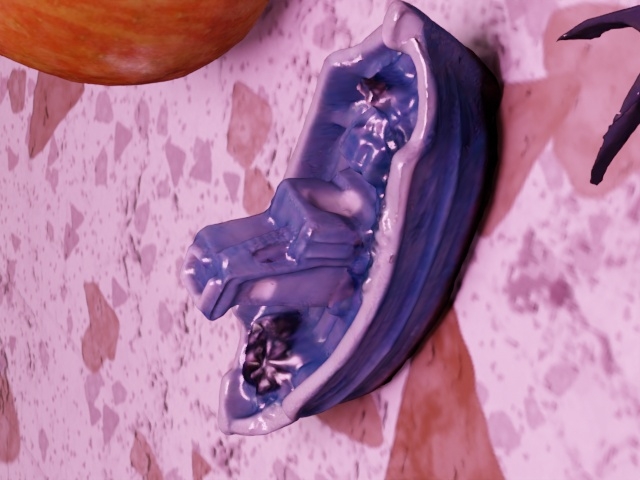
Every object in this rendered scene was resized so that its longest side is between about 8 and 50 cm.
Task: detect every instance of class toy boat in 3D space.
[{"bbox_3d":[0.000,0.000,0.759,0.129,0.143,0.309,57,135,41],"label":"toy boat"}]

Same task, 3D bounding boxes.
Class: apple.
[{"bbox_3d":[-0.156,-0.248,0.878,0.309,0.250,0.277,44,131,51],"label":"apple"}]

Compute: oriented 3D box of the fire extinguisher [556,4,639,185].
[{"bbox_3d":[0.194,0.016,0.513,0.138,0.102,0.344,-57,47,41],"label":"fire extinguisher"}]
